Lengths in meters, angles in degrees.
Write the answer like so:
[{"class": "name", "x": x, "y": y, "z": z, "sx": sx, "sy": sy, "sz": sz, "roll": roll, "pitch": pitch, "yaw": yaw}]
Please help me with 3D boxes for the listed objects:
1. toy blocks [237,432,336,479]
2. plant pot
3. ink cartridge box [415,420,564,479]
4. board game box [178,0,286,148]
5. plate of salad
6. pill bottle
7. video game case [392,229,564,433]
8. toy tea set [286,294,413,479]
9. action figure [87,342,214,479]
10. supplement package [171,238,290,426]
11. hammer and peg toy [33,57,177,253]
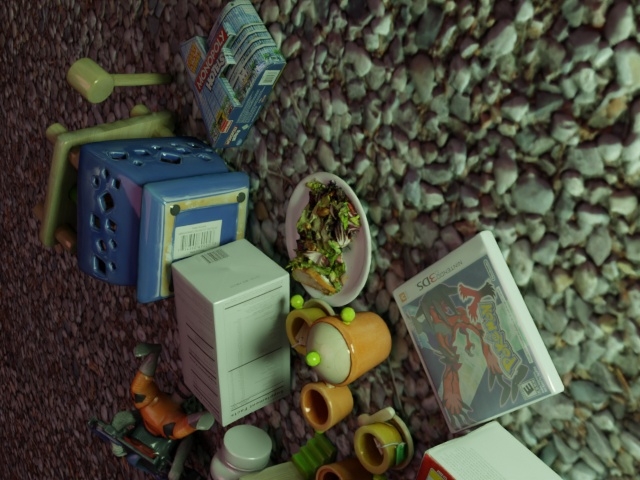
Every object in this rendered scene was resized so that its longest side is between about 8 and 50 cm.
[{"class": "toy blocks", "x": -0.118, "y": 0.502, "z": 1.219, "sx": 0.191, "sy": 0.261, "sz": 0.381, "roll": 42, "pitch": 127, "yaw": 44}, {"class": "plant pot", "x": -0.256, "y": -0.033, "z": 1.320, "sx": 0.212, "sy": 0.236, "sz": 0.236, "roll": 28, "pitch": 119, "yaw": 40}, {"class": "ink cartridge box", "x": 0.228, "y": 0.414, "z": 0.870, "sx": 0.309, "sy": 0.130, "sz": 0.272, "roll": 39, "pitch": 127, "yaw": 41}, {"class": "board game box", "x": -0.156, "y": -0.286, "z": 1.270, "sx": 0.194, "sy": 0.060, "sz": 0.194, "roll": 60, "pitch": 138, "yaw": 23}, {"class": "plate of salad", "x": 0.000, "y": 0.000, "z": 1.140, "sx": 0.200, "sy": 0.048, "sz": 0.200, "roll": 15, "pitch": 109, "yaw": 51}, {"class": "pill bottle", "x": -0.141, "y": 0.419, "z": 1.361, "sx": 0.112, "sy": 0.112, "sz": 0.187, "roll": 39, "pitch": 126, "yaw": 41}, {"class": "video game case", "x": 0.182, "y": 0.116, "z": 0.951, "sx": 0.183, "sy": 0.023, "sz": 0.201, "roll": -41, "pitch": 66, "yaw": 48}, {"class": "toy tea set", "x": 0.017, "y": 0.242, "z": 1.098, "sx": 0.200, "sy": 0.124, "sz": 0.336, "roll": -11, "pitch": 92, "yaw": 50}, {"class": "action figure", "x": -0.271, "y": 0.379, "z": 1.535, "sx": 0.341, "sy": 0.178, "sz": 0.330, "roll": 35, "pitch": 137, "yaw": 6}, {"class": "supplement package", "x": -0.140, "y": 0.146, "z": 1.248, "sx": 0.134, "sy": 0.139, "sz": 0.244, "roll": 35, "pitch": 135, "yaw": 43}, {"class": "hammer and peg toy", "x": -0.371, "y": -0.156, "z": 1.429, "sx": 0.127, "sy": 0.266, "sz": 0.361, "roll": 42, "pitch": 130, "yaw": 21}]
